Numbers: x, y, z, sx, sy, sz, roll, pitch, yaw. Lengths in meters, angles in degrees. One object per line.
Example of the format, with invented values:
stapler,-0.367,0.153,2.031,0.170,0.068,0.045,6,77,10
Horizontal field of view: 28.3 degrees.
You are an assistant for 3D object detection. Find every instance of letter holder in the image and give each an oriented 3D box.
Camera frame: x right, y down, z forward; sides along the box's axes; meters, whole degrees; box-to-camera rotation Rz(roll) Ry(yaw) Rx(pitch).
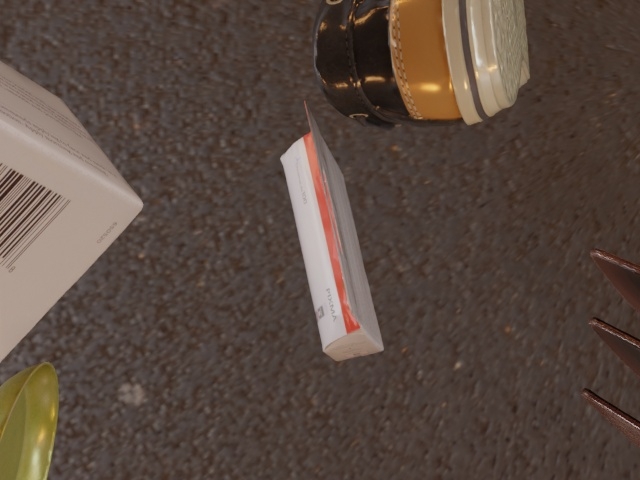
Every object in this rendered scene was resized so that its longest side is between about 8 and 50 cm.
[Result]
letter holder,0.378,0.157,1.346,0.214,0.302,0.152,30,84,44

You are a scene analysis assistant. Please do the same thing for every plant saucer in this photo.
plant saucer,-0.315,0.235,1.261,0.037,0.241,0.240,12,101,3

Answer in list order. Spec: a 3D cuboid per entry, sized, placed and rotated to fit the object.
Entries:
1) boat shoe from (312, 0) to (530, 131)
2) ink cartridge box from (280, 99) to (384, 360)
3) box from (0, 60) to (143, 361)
boat shoe,0.101,-0.199,1.125,0.156,0.500,0.186,-7,105,14
ink cartridge box,0.000,0.000,1.127,0.066,0.232,0.189,-15,76,10
box,-0.235,-0.020,0.712,0.182,0.181,0.119,-46,56,7
